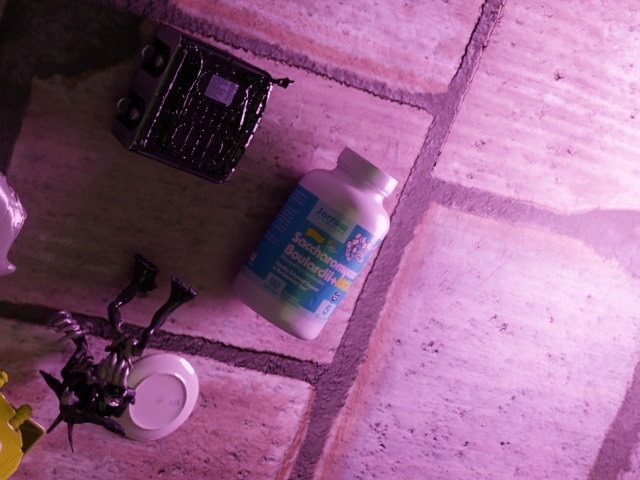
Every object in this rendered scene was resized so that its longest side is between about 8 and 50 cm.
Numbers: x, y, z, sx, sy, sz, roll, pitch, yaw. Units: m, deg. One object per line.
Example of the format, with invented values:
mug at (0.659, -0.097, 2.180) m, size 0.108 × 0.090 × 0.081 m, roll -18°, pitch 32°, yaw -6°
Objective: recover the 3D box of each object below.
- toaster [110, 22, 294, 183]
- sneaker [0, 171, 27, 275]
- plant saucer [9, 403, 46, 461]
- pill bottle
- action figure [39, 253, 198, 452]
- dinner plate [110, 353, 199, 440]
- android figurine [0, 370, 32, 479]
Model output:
toaster at (-0.163, -0.179, 1.856) m, size 0.185 × 0.110 × 0.168 m, roll 20°, pitch 101°, yaw -35°
sneaker at (-0.426, -0.064, 1.775) m, size 0.121 × 0.099 × 0.262 m, roll -8°, pitch 123°, yaw -36°
plant saucer at (-0.501, 0.271, 1.902) m, size 0.188 × 0.045 × 0.188 m, roll -48°, pitch 127°, yaw -4°
pill bottle at (0.000, 0.000, 2.011) m, size 0.146 × 0.146 × 0.264 m, roll 31°, pitch 94°, yaw -36°
action figure at (-0.293, 0.151, 1.904) m, size 0.276 × 0.164 × 0.141 m, roll -56°, pitch 155°, yaw -6°
dinner plate at (-0.239, 0.231, 2.056) m, size 0.141 × 0.017 × 0.141 m, roll -14°, pitch 119°, yaw -26°
android figurine at (-0.492, 0.282, 1.814) m, size 0.273 × 0.056 × 0.248 m, roll -41°, pitch 121°, yaw -25°
